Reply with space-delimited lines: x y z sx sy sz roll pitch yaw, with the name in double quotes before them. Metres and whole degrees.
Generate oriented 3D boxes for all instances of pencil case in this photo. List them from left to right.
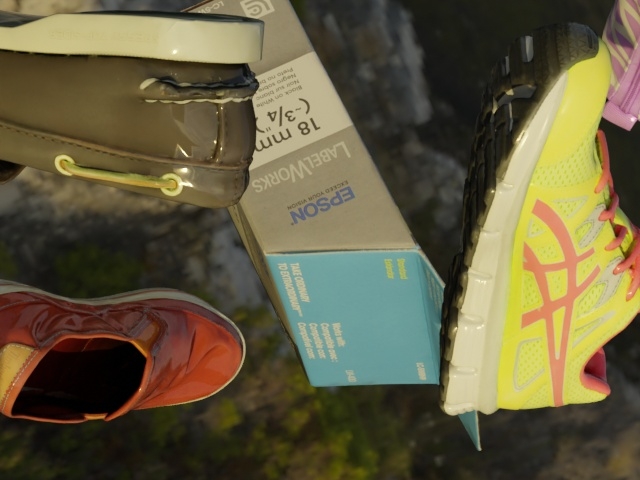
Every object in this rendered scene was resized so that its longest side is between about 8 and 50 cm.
"pencil case" 0.210 -0.136 0.886 0.088 0.086 0.206 -59 168 -15

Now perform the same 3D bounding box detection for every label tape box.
"label tape box" 0.000 0.000 1.189 0.240 0.106 0.333 75 -10 -61

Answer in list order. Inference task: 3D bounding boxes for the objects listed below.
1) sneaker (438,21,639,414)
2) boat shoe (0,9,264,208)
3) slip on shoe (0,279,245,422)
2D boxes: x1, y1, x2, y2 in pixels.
"sneaker" 0.109 -0.005 0.686 0.081 0.094 0.208 -82 179 -48
"boat shoe" -0.122 -0.054 0.594 0.081 0.228 0.068 -13 107 -55
"slip on shoe" -0.170 0.103 1.274 0.101 0.123 0.331 40 15 31
